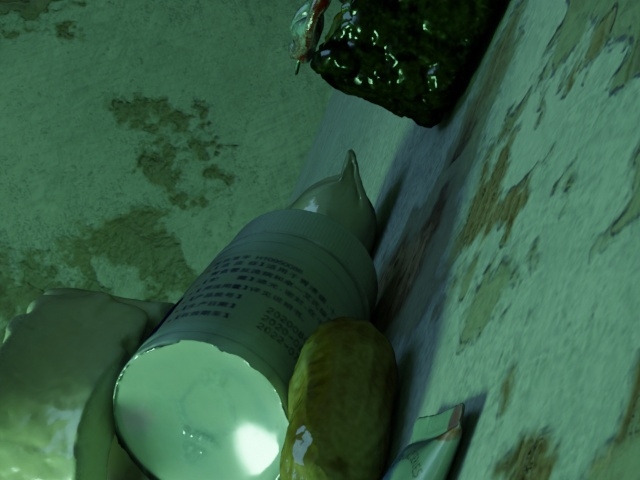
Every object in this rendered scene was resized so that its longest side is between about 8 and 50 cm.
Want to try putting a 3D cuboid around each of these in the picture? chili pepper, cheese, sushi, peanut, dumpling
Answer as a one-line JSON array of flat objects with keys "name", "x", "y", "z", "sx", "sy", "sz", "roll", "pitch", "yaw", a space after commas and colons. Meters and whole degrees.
[{"name": "chili pepper", "x": -0.015, "y": -0.269, "z": 1.609, "sx": 0.050, "sy": 0.041, "sz": 0.153, "roll": 62, "pitch": 153, "yaw": 24}, {"name": "cheese", "x": -0.239, "y": 0.201, "z": 1.382, "sx": 0.292, "sy": 0.153, "sz": 0.332, "roll": 77, "pitch": -157, "yaw": -47}, {"name": "sushi", "x": 0.132, "y": -0.328, "z": 1.568, "sx": 0.294, "sy": 0.178, "sz": 0.352, "roll": -95, "pitch": 30, "yaw": -81}, {"name": "peanut", "x": 0.016, "y": 0.158, "z": 1.133, "sx": 0.108, "sy": 0.095, "sz": 0.226, "roll": -58, "pitch": 13, "yaw": 34}, {"name": "dumpling", "x": 0.000, "y": 0.000, "z": 1.702, "sx": 0.162, "sy": 0.132, "sz": 0.250, "roll": 170, "pitch": 124, "yaw": -79}]

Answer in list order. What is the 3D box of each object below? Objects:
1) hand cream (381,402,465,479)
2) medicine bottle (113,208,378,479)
[{"name": "hand cream", "x": 0.013, "y": 0.269, "z": 0.893, "sx": 0.340, "sy": 0.078, "sz": 0.124, "roll": -64, "pitch": 4, "yaw": -18}, {"name": "medicine bottle", "x": -0.065, "y": 0.110, "z": 1.347, "sx": 0.190, "sy": 0.190, "sz": 0.332, "roll": -63, "pitch": -5, "yaw": 30}]
